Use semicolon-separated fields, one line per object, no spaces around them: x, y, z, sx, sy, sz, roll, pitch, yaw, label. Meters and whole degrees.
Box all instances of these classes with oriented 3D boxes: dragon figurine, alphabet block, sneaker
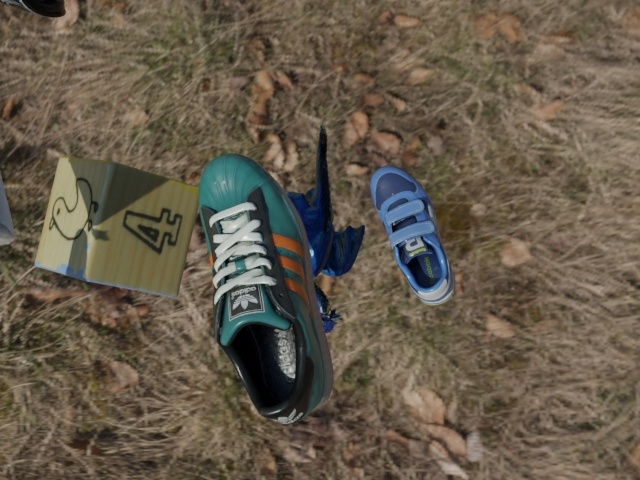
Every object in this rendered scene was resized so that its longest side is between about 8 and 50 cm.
0.000;0.000;1.213;0.085;0.144;0.289;2;118;-52;dragon figurine
-0.345;-0.024;1.559;0.193;0.192;0.197;15;86;-44;alphabet block
0.089;-0.007;0.870;0.144;0.053;0.059;65;12;7;sneaker
-0.065;0.046;0.968;0.121;0.108;0.302;-1;71;-77;sneaker

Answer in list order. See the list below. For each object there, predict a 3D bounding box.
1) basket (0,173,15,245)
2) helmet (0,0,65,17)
-0.619;-0.062;1.576;0.113;0.103;0.167;11;58;-64;basket
-0.377;-0.373;1.140;0.161;0.169;0.169;38;56;19;helmet
